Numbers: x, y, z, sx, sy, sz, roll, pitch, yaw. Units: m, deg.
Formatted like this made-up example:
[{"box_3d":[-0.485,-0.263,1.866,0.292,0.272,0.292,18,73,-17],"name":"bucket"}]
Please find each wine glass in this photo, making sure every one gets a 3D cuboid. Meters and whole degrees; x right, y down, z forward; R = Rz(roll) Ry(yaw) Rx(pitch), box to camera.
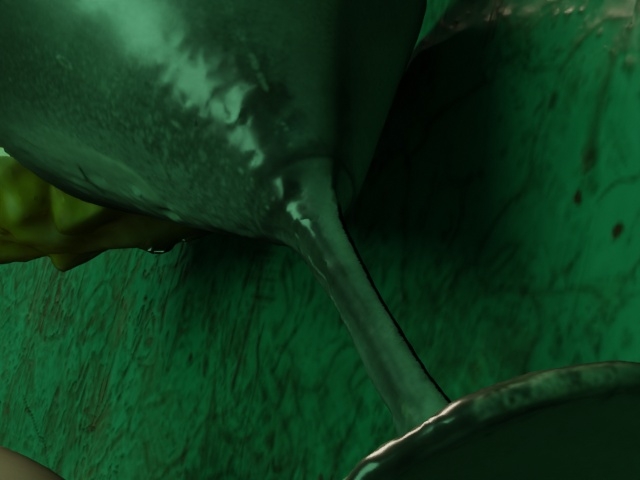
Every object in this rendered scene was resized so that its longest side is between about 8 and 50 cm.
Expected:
[{"box_3d":[0.000,0.000,0.676,0.267,0.267,0.406,-56,38,25],"name":"wine glass"}]

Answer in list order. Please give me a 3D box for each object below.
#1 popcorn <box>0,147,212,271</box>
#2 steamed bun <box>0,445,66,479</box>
[{"box_3d":[-0.144,-0.099,0.983,0.286,0.215,0.252,-19,18,14],"name":"popcorn"},{"box_3d":[-0.200,0.296,0.840,0.374,0.241,0.374,-26,58,51],"name":"steamed bun"}]
